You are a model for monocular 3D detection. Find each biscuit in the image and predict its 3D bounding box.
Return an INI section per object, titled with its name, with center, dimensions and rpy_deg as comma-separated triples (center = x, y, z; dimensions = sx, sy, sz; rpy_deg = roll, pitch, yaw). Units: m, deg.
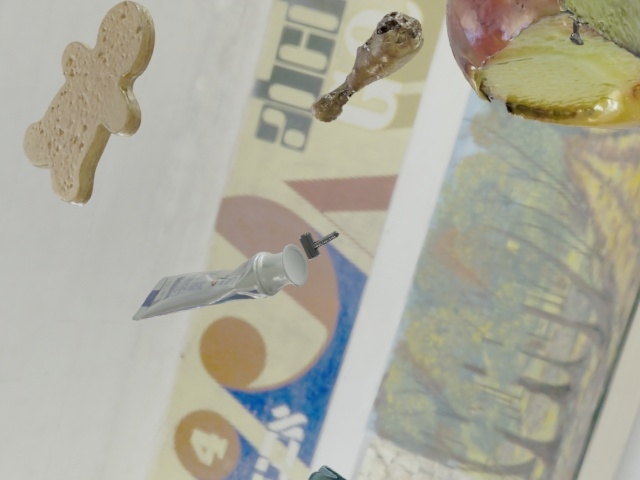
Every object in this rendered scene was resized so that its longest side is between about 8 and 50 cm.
[biscuit]
center = -0.252, -0.158, 0.998
dimensions = 0.035, 0.158, 0.240
rpy_deg = 6, -53, -54

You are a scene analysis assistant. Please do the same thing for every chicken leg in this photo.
[chicken leg]
center = 0.083, -0.302, 1.570
dimensions = 0.251, 0.087, 0.107
rpy_deg = -44, -4, 6

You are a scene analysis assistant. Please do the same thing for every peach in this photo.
[peach]
center = 0.217, -0.190, 0.764
dimensions = 0.267, 0.158, 0.154
rpy_deg = 10, -104, -39

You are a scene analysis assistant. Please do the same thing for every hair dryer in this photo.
[hair dryer]
center = 0.000, 0.000, 1.552
dimensions = 0.026, 0.083, 0.047
rpy_deg = -23, -93, -49

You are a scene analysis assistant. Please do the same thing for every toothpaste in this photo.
[toothpaste]
center = -0.141, 0.060, 1.219
dimensions = 0.061, 0.266, 0.096
rpy_deg = 61, -146, -25

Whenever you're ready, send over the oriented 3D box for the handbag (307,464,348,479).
[handbag]
center = 0.006, 0.574, 1.750
dimensions = 0.221, 0.144, 0.057
rpy_deg = -64, -17, 5
